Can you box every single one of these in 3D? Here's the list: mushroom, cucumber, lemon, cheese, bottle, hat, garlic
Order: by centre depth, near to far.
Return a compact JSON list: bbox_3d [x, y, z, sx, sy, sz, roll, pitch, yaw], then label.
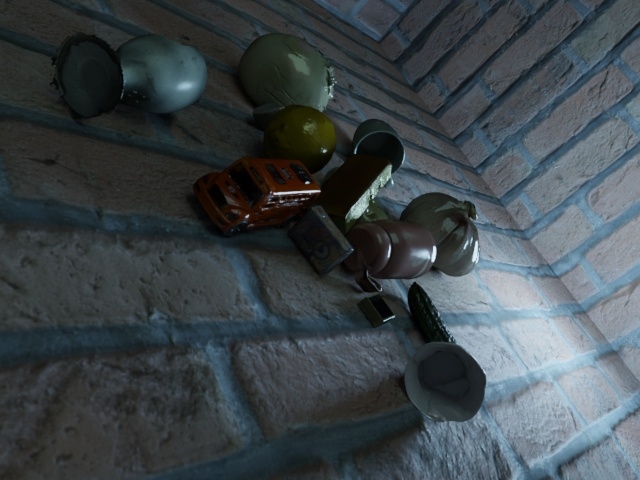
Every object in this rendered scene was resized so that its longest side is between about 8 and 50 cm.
[{"bbox_3d":[0.302,0.330,1.472,0.203,0.203,0.126,48,11,3],"label":"hat"},{"bbox_3d":[0.189,0.041,1.695,0.296,0.173,0.207,4,80,-53],"label":"bottle"},{"bbox_3d":[0.308,0.234,1.704,0.077,0.077,0.265,15,38,-47],"label":"cucumber"},{"bbox_3d":[-0.059,-0.286,1.736,0.204,0.204,0.260,53,33,12],"label":"lemon"},{"bbox_3d":[-0.117,-0.349,1.871,0.116,0.093,0.225,12,-22,38],"label":"mushroom"},{"bbox_3d":[0.113,-0.117,1.877,0.159,0.093,0.263,14,40,-43],"label":"cheese"},{"bbox_3d":[0.426,-0.016,2.079,0.321,0.241,0.322,18,56,-28],"label":"garlic"}]

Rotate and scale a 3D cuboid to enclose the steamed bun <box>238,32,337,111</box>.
[{"bbox_3d":[-0.104,-0.552,2.004,0.312,0.233,0.334,29,30,-34],"label":"steamed bun"}]

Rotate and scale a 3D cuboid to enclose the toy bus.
[{"bbox_3d":[-0.142,-0.115,1.425,0.143,0.153,0.329,55,27,13],"label":"toy bus"}]

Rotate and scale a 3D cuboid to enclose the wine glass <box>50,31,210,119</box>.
[{"bbox_3d":[-0.408,-0.371,1.356,0.190,0.190,0.357,48,29,2],"label":"wine glass"}]

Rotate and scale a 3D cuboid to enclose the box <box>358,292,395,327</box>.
[{"bbox_3d":[0.146,0.179,1.573,0.083,0.035,0.079,55,27,15],"label":"box"}]

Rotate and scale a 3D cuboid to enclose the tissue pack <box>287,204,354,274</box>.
[{"bbox_3d":[0.000,0.000,1.523,0.148,0.108,0.060,53,30,11],"label":"tissue pack"}]

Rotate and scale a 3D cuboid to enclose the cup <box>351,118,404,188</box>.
[{"bbox_3d":[0.218,-0.327,2.276,0.234,0.186,0.258,-94,164,-64],"label":"cup"}]

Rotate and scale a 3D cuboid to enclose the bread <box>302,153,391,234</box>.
[{"bbox_3d":[0.083,-0.140,1.718,0.138,0.077,0.361,10,36,25],"label":"bread"}]
